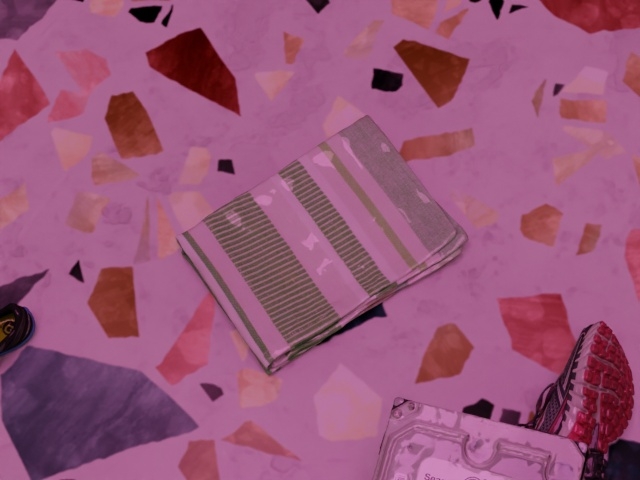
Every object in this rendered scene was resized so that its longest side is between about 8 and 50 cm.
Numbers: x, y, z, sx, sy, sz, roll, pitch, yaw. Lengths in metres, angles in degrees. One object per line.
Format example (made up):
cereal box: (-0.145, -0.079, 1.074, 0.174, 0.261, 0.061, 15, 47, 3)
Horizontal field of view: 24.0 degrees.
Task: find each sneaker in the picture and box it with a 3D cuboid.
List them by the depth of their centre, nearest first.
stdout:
sneaker: (0.300, 0.227, 1.864, 0.112, 0.121, 0.299, -4, 48, 42)
sneaker: (-0.455, 0.144, 1.951, 0.188, 0.078, 0.067, -40, 70, -13)

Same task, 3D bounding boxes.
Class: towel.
towel: (0.000, 0.000, 2.017, 0.325, 0.038, 0.248, -33, 68, -11)

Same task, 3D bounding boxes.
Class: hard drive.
hard drive: (0.154, 0.368, 1.716, 0.237, 0.064, 0.339, 13, 73, 14)
